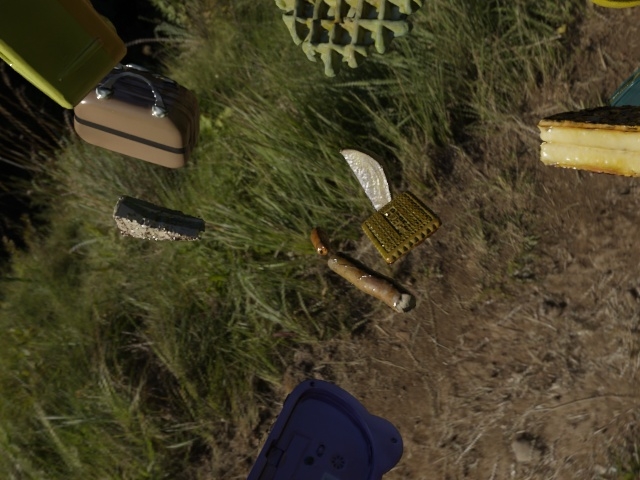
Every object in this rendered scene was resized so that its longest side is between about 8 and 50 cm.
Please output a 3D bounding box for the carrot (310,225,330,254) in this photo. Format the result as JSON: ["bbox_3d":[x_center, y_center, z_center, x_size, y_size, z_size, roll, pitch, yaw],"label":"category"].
[{"bbox_3d":[0.000,0.000,1.937,0.060,0.186,0.060,-1,105,-3],"label":"carrot"}]

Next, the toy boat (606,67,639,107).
[{"bbox_3d":[0.791,-0.376,1.533,0.093,0.246,0.103,21,73,3],"label":"toy boat"}]

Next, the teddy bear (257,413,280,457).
[{"bbox_3d":[-0.023,0.369,1.009,0.140,0.190,0.177,-35,22,32],"label":"teddy bear"}]

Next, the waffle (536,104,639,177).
[{"bbox_3d":[0.531,-0.161,1.011,0.308,0.213,0.091,22,122,58],"label":"waffle"}]

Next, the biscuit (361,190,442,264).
[{"bbox_3d":[0.202,-0.041,1.630,0.172,0.029,0.254,-37,25,4],"label":"biscuit"}]

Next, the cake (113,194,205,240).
[{"bbox_3d":[-0.247,-0.024,0.975,0.140,0.055,0.051,16,52,-4],"label":"cake"}]

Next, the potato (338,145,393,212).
[{"bbox_3d":[0.174,-0.196,1.896,0.100,0.120,0.261,-22,107,35],"label":"potato"}]

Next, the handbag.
[{"bbox_3d":[-0.449,-0.325,1.552,0.302,0.283,0.149,19,58,-7],"label":"handbag"}]

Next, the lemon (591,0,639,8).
[{"bbox_3d":[0.642,-0.594,1.258,0.219,0.240,0.240,-6,74,9],"label":"lemon"}]

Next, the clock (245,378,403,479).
[{"bbox_3d":[-0.002,0.202,0.526,0.110,0.050,0.153,24,53,9],"label":"clock"}]

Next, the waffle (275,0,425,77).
[{"bbox_3d":[0.054,-0.485,1.200,0.292,0.056,0.309,-35,70,17],"label":"waffle"}]

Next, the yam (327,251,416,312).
[{"bbox_3d":[0.104,0.084,1.326,0.241,0.057,0.057,31,92,44],"label":"yam"}]

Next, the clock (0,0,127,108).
[{"bbox_3d":[-0.284,-0.224,0.562,0.096,0.202,0.143,-49,53,-6],"label":"clock"}]
